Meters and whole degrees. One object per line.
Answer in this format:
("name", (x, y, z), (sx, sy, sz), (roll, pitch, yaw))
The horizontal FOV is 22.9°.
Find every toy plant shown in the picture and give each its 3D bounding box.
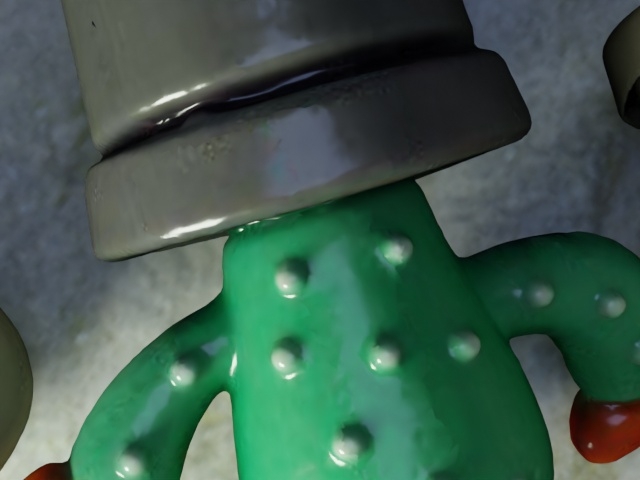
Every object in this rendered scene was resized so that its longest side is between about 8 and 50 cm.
("toy plant", (0.011, -0.003, 0.653), (0.279, 0.185, 0.400), (-14, 87, -37))

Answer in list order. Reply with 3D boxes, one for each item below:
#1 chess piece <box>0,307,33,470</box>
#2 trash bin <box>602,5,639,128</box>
("chess piece", (-0.252, 0.004, 0.664), (0.300, 0.167, 0.167), (41, 84, -4))
("trash bin", (0.264, -0.013, 0.646), (0.220, 0.219, 0.250), (-21, 91, -1))
